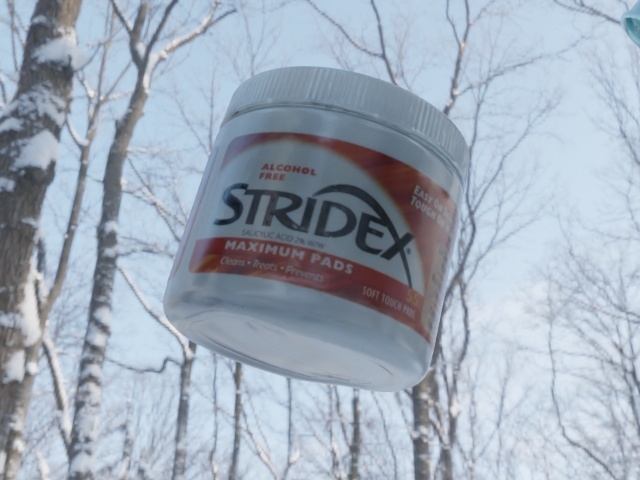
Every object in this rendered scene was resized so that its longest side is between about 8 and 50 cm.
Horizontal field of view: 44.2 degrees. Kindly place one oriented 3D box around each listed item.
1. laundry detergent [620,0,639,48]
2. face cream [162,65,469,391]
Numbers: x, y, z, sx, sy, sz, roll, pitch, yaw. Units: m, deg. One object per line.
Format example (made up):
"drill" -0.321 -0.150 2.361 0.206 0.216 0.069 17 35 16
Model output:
"laundry detergent" 0.514 -0.264 0.781 0.287 0.287 0.305 27 -72 -32
"face cream" 0.000 0.000 0.602 0.200 0.187 0.201 14 -20 5
